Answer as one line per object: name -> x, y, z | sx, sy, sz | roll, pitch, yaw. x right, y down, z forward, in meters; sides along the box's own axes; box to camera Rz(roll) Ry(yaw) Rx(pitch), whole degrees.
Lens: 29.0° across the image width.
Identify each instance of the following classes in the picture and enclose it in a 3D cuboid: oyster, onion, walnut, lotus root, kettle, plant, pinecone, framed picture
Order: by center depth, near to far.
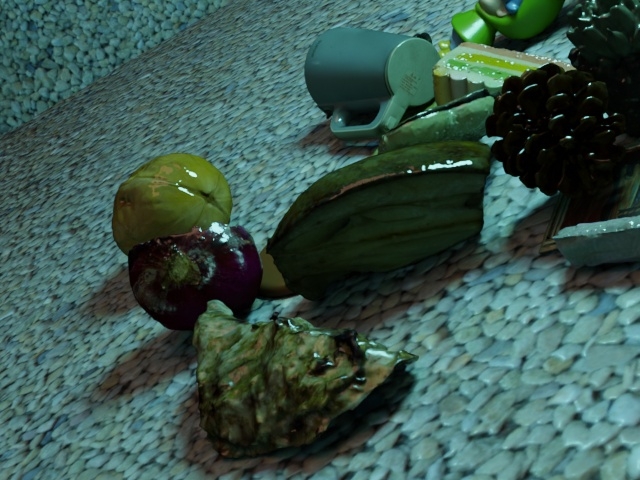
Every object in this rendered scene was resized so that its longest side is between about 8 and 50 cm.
framed picture -> 0.403, -0.078, 1.487 | 0.273, 0.016, 0.216 | -17, 27, 32
oyster -> -0.068, 0.162, 1.489 | 0.396, 0.111, 0.204 | 4, 44, 49
pinecone -> 0.297, -0.125, 1.507 | 0.163, 0.163, 0.165 | -33, 37, -2
plant -> 0.400, -0.238, 1.589 | 0.132, 0.194, 0.129 | -37, 27, -9
lotus root -> 0.079, -0.052, 1.639 | 0.314, 0.210, 0.142 | -15, 49, 8
onion -> -0.169, 0.057, 1.814 | 0.195, 0.140, 0.218 | -21, -11, 11
walnut -> -0.250, -0.048, 2.067 | 0.226, 0.193, 0.193 | -25, 21, 43
kettle -> 0.084, -0.268, 2.131 | 0.210, 0.160, 0.243 | -58, 29, -9

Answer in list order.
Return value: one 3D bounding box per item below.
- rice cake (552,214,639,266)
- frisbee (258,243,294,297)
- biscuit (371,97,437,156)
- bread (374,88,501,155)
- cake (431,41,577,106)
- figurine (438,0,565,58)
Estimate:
rice cake -> 0.368, -0.004, 1.332 | 0.270, 0.055, 0.049 | -9, 21, 45
frisbee -> 0.000, 0.000, 1.845 | 0.251, 0.021, 0.251 | -28, 22, 13
biscuit -> 0.173, -0.198, 2.038 | 0.139, 0.016, 0.231 | -13, 29, 42
bread -> 0.177, -0.154, 1.783 | 0.207, 0.056, 0.286 | -23, -3, 3
cake -> 0.276, -0.254, 1.912 | 0.225, 0.090, 0.109 | 2, 36, 43
figurine -> 0.312, -0.396, 2.126 | 0.263, 0.143, 0.162 | -41, 15, 25
